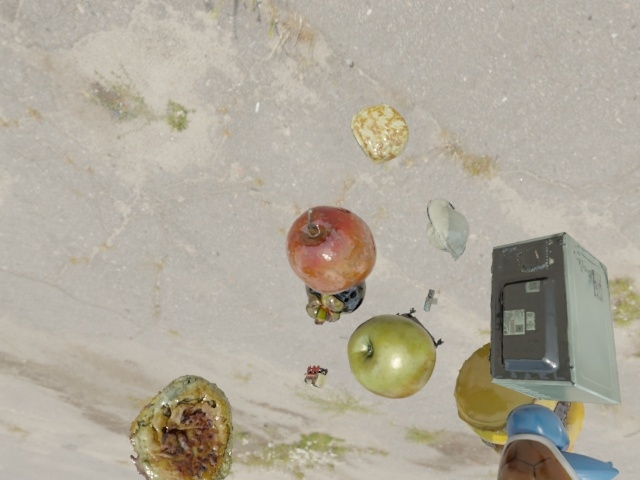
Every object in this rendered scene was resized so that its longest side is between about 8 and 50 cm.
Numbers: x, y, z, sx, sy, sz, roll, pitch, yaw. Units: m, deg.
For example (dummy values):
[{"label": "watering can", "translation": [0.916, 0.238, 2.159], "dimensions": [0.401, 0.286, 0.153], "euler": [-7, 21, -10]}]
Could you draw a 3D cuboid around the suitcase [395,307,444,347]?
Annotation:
[{"label": "suitcase", "translation": [0.399, 0.527, 2.057], "dimensions": [0.152, 0.229, 0.335], "euler": [-7, 137, -42]}]

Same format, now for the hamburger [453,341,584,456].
[{"label": "hamburger", "translation": [0.691, 0.555, 1.477], "dimensions": [0.277, 0.395, 0.396], "euler": [43, 128, -15]}]

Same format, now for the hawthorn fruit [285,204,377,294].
[{"label": "hawthorn fruit", "translation": [0.015, 0.012, 1.114], "dimensions": [0.235, 0.231, 0.263], "euler": [-32, 108, 35]}]

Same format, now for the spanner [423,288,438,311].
[{"label": "spanner", "translation": [0.467, 0.254, 1.762], "dimensions": [0.026, 0.093, 0.325], "euler": [13, 175, 23]}]

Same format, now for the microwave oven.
[{"label": "microwave oven", "translation": [0.474, 0.167, 0.883], "dimensions": [0.238, 0.294, 0.181], "euler": [25, 153, -31]}]

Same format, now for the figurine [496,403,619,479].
[{"label": "figurine", "translation": [0.508, 0.601, 0.997], "dimensions": [0.243, 0.416, 0.298], "euler": [44, 135, 5]}]

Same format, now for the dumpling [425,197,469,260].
[{"label": "dumpling", "translation": [0.423, -0.050, 1.461], "dimensions": [0.173, 0.246, 0.142], "euler": [31, 134, -35]}]

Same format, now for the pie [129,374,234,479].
[{"label": "pie", "translation": [-0.336, 0.492, 1.092], "dimensions": [0.308, 0.308, 0.086], "euler": [36, 140, -28]}]

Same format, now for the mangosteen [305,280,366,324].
[{"label": "mangosteen", "translation": [0.049, 0.216, 1.728], "dimensions": [0.275, 0.302, 0.274], "euler": [19, 142, 15]}]

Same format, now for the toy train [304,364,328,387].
[{"label": "toy train", "translation": [-0.022, 0.569, 1.768], "dimensions": [0.050, 0.086, 0.138], "euler": [32, 151, -21]}]

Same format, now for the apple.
[{"label": "apple", "translation": [0.203, 0.337, 1.241], "dimensions": [0.194, 0.260, 0.261], "euler": [18, 139, -37]}]

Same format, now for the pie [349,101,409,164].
[{"label": "pie", "translation": [0.200, -0.364, 1.436], "dimensions": [0.179, 0.205, 0.084], "euler": [-31, 173, -3]}]
